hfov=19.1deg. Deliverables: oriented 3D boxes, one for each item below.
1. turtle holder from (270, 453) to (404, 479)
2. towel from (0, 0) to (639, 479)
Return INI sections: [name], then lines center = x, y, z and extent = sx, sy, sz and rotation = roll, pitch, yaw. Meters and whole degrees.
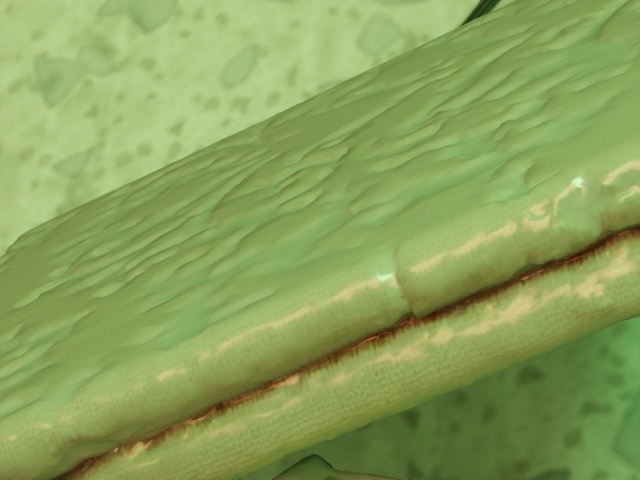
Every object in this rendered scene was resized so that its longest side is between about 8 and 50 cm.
[turtle holder]
center = 0.014, 0.187, 0.520
extent = 0.243, 0.320, 0.227
rotation = -38, 83, 12
[towel]
center = 0.000, 0.000, 0.652
extent = 0.317, 0.332, 0.053
rotation = -24, 103, 13
